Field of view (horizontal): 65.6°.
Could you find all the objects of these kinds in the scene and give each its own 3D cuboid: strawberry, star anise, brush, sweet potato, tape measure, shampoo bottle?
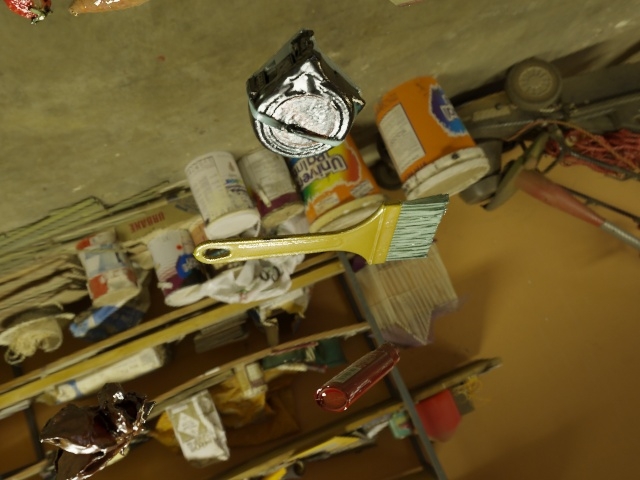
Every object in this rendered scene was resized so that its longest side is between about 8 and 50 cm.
[{"bbox_3d":[-0.694,-0.592,1.135,0.082,0.187,0.146,-18,-162,-5],"label":"strawberry"},{"bbox_3d":[-0.462,0.396,1.065,0.237,0.148,0.346,-49,178,-4],"label":"star anise"},{"bbox_3d":[0.000,0.000,0.409,0.205,0.011,0.083,-6,145,-9],"label":"brush"},{"bbox_3d":[-0.499,-0.665,1.279,0.337,0.131,0.131,-16,169,10],"label":"sweet potato"},{"bbox_3d":[-0.032,-0.225,0.820,0.181,0.107,0.182,-27,144,24],"label":"tape measure"},{"bbox_3d":[0.117,0.374,1.386,0.118,0.076,0.314,-30,173,39],"label":"shampoo bottle"}]

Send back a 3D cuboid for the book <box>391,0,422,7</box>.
[{"bbox_3d":[0.110,-0.422,0.733,0.231,0.026,0.161,11,-179,-43],"label":"book"}]
